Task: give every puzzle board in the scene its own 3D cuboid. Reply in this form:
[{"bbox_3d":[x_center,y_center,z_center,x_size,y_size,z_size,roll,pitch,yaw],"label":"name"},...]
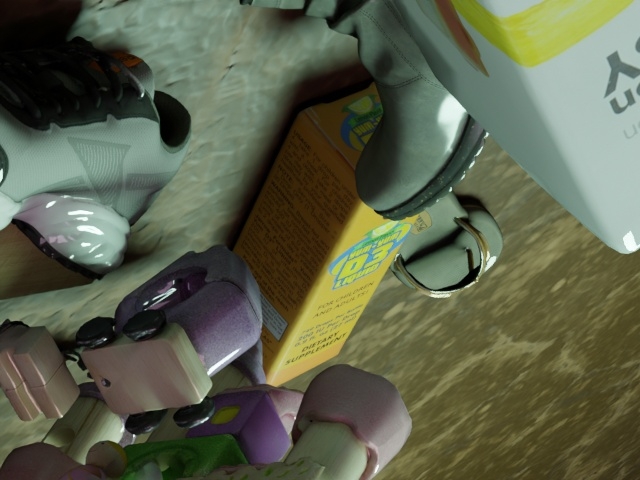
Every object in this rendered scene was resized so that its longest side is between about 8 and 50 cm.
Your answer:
[{"bbox_3d":[-0.158,-0.001,1.117,0.128,0.011,0.096,-11,146,-51],"label":"puzzle board"}]

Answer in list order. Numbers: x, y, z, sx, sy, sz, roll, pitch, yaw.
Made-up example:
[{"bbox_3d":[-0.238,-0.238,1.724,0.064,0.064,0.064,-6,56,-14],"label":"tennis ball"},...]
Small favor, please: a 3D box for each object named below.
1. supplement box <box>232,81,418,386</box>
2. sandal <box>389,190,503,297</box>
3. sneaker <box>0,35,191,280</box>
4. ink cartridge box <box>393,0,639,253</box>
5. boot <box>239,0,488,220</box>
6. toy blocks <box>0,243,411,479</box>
[{"bbox_3d":[0.000,0.000,1.278,0.078,0.080,0.233,-25,154,-35],"label":"supplement box"},{"bbox_3d":[0.096,0.005,1.465,0.090,0.060,0.219,-37,159,2],"label":"sandal"},{"bbox_3d":[-0.140,-0.060,0.922,0.108,0.100,0.271,-48,165,4],"label":"sneaker"},{"bbox_3d":[0.133,-0.216,0.750,0.279,0.160,0.384,-37,140,-2],"label":"ink cartridge box"},{"bbox_3d":[0.028,-0.115,1.028,0.161,0.083,0.246,18,142,-14],"label":"boot"},{"bbox_3d":[-0.080,0.116,1.150,0.288,0.309,0.260,-9,-151,32],"label":"toy blocks"}]
